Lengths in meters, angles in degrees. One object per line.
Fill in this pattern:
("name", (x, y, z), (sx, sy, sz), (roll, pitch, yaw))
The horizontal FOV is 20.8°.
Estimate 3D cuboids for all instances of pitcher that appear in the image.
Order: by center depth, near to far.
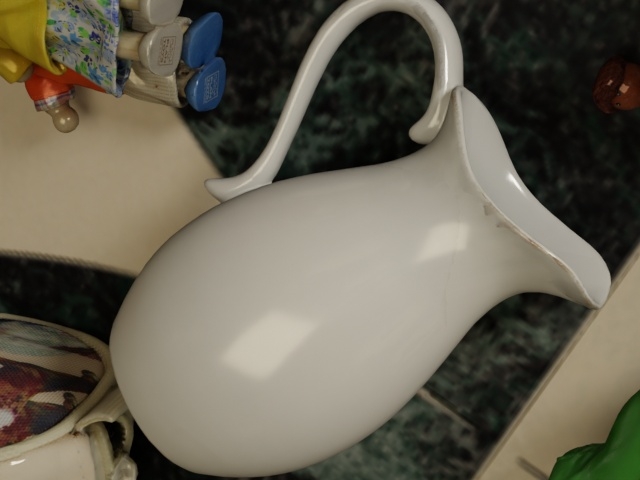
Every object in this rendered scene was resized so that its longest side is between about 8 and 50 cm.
("pitcher", (0.000, 0.000, 0.791), (0.207, 0.125, 0.177), (-31, 75, 19))

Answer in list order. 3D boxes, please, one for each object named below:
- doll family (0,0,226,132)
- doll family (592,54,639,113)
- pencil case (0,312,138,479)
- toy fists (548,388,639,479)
("doll family", (-0.135, -0.162, 0.774), (0.163, 0.118, 0.263), (13, 114, 18))
("doll family", (0.167, -0.100, 0.699), (0.111, 0.076, 0.193), (9, 116, 14))
("pencil case", (-0.158, 0.249, 0.916), (0.184, 0.160, 0.410), (9, 113, 36))
("toy fists", (0.230, 0.169, 0.763), (0.142, 0.096, 0.279), (-29, 98, 39))
